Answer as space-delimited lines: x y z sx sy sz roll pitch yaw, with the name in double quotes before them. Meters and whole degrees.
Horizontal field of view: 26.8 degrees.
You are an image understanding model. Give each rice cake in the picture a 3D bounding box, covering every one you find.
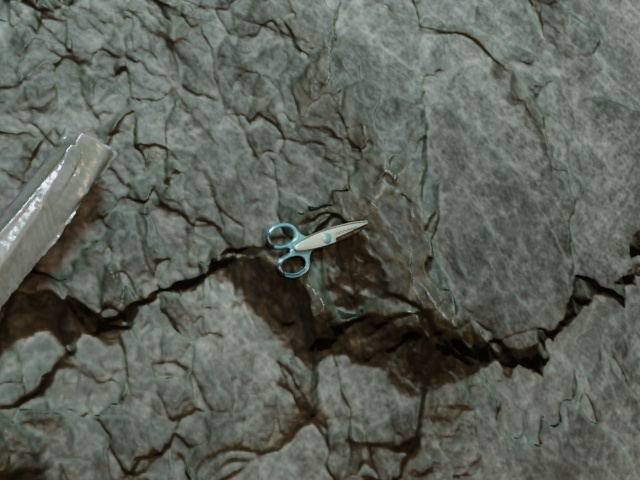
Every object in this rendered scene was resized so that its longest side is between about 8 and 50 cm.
"rice cake" -0.266 -0.006 1.190 0.055 0.049 0.270 51 50 -29

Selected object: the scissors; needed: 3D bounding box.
"scissors" 0.000 0.000 1.362 0.119 0.014 0.058 -17 82 -31
